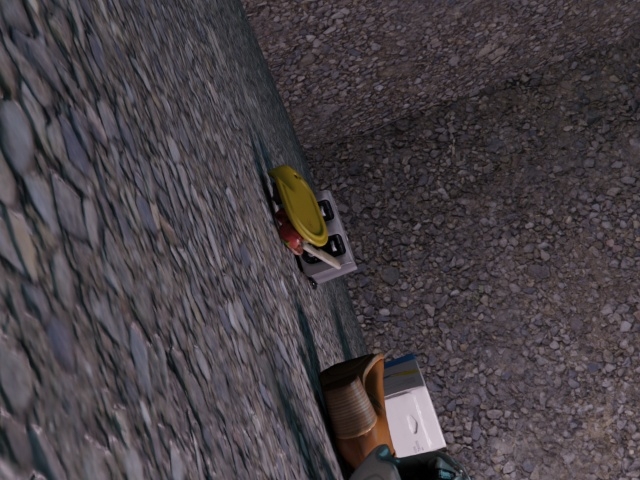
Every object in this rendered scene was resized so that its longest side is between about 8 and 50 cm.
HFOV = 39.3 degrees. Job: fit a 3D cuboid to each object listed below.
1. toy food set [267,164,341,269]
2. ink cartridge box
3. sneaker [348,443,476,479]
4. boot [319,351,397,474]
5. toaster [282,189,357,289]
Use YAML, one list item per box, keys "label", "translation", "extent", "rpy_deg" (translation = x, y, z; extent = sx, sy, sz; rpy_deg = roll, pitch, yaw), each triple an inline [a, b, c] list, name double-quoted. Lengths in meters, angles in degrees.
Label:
- label: "toy food set"
  translation: [-0.052, -0.036, 1.668]
  extent: [0.128, 0.071, 0.217]
  rpy_deg: [25, 39, -52]
- label: "ink cartridge box"
  translation: [0.194, 0.418, 2.235]
  extent: [0.232, 0.168, 0.171]
  rpy_deg: [-94, 165, -79]
- label: "sneaker"
  translation: [0.161, 0.324, 1.086]
  extent: [0.118, 0.292, 0.110]
  rpy_deg: [-66, -157, 17]
- label: "boot"
  translation: [0.084, 0.306, 1.454]
  extent: [0.283, 0.109, 0.220]
  rpy_deg: [-53, 123, -84]
- label: "toaster"
  translation: [0.000, 0.000, 1.877]
  extent: [0.185, 0.110, 0.168]
  rpy_deg: [58, 14, -78]
